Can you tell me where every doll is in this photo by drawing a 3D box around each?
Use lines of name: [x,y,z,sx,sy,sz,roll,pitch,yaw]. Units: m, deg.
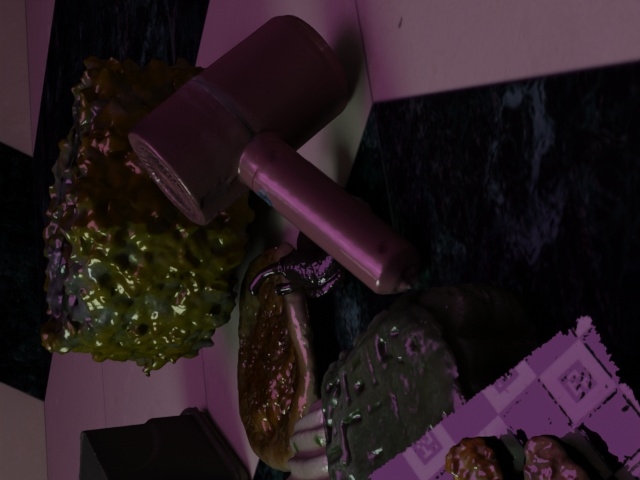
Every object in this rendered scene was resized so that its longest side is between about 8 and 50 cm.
doll: [0.000,0.000,1.317,0.165,0.057,0.139,-18,48,44]

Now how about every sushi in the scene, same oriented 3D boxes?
sushi: [-0.223,-0.040,1.638,0.351,0.240,0.396,114,157,-43]
sushi: [0.129,0.183,0.830,0.210,0.040,0.193,-39,66,28]

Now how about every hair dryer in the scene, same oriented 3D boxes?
hair dryer: [-0.007,-0.064,1.257,0.352,0.210,0.125,41,163,33]

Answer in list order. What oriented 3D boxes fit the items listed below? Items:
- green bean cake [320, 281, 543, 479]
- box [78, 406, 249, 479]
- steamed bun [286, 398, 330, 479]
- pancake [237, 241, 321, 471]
green bean cake: [0.096,0.156,1.002,0.227,0.125,0.223,-47,46,53]
box: [-0.215,0.320,1.706,0.274,0.178,0.138,-150,63,-65]
steamed bun: [0.025,0.216,1.196,0.183,0.106,0.183,-179,90,-67]
pancake: [-0.048,0.133,1.469,0.282,0.049,0.282,-178,90,-72]
